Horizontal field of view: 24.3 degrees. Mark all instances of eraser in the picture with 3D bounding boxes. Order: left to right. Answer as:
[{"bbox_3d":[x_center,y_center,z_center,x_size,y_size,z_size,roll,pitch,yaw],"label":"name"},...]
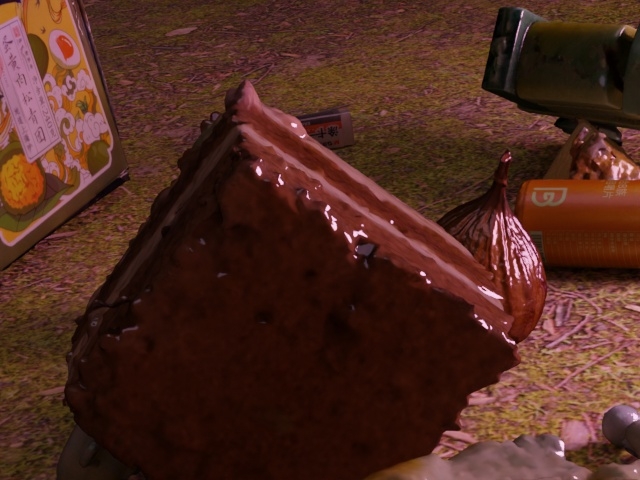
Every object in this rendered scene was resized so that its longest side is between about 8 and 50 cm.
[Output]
[{"bbox_3d":[-0.015,-0.153,2.118,0.122,0.052,0.029,-10,21,-6],"label":"eraser"}]

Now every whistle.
[{"bbox_3d":[-0.163,0.155,1.288,0.067,0.126,0.258,30,10,1],"label":"whistle"},{"bbox_3d":[0.262,0.161,1.207,0.035,0.035,0.100,-16,24,-23],"label":"whistle"}]

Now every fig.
[{"bbox_3d":[0.153,-0.003,1.432,0.146,0.201,0.134,12,21,21],"label":"fig"}]

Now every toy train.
[{"bbox_3d":[0.384,-0.196,1.821,0.253,0.160,0.397,13,1,-45],"label":"toy train"}]

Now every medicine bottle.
[{"bbox_3d":[0.308,-0.017,1.580,0.192,0.096,0.096,1,22,22],"label":"medicine bottle"}]

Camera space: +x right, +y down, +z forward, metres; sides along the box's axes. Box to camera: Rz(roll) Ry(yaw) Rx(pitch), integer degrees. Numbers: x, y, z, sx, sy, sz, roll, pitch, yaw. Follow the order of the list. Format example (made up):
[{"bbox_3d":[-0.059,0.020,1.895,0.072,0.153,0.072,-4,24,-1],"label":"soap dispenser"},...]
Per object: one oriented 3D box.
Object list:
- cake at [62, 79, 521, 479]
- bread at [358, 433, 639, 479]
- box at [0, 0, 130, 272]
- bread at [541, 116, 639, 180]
[{"bbox_3d":[-0.023,0.062,1.133,0.282,0.256,0.290,35,16,-10],"label":"cake"},{"bbox_3d":[0.186,0.253,0.694,0.264,0.239,0.395,-18,25,-27],"label":"bread"},{"bbox_3d":[-0.426,-0.198,1.865,0.138,0.420,0.373,-6,20,26],"label":"box"},{"bbox_3d":[0.336,-0.061,1.740,0.152,0.127,0.147,24,16,-10],"label":"bread"}]
